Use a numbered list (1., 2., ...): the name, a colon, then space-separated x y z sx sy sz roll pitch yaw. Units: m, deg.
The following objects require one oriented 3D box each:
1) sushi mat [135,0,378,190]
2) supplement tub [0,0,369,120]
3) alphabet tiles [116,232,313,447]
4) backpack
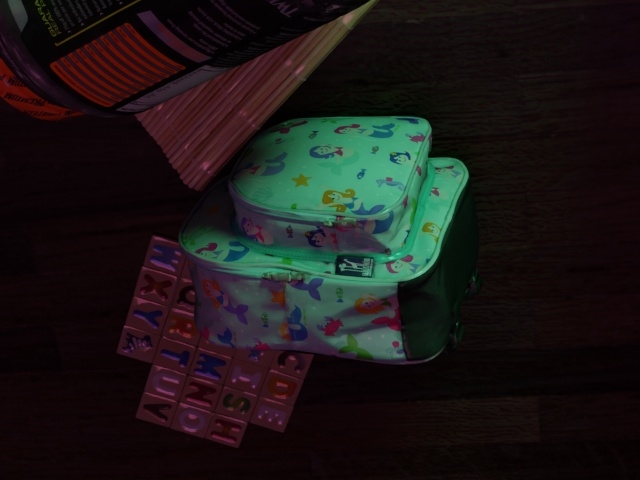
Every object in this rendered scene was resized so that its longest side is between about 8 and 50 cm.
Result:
1. sushi mat: -0.060 -0.198 1.289 0.316 0.019 0.151 -45 79 28
2. supplement tub: -0.123 -0.226 1.178 0.338 0.207 0.207 -20 120 36
3. alphabet tiles: -0.110 0.115 1.541 0.198 0.009 0.237 17 122 -6
4. backpack: 0.000 0.000 1.329 0.253 0.225 0.191 -3 120 20
